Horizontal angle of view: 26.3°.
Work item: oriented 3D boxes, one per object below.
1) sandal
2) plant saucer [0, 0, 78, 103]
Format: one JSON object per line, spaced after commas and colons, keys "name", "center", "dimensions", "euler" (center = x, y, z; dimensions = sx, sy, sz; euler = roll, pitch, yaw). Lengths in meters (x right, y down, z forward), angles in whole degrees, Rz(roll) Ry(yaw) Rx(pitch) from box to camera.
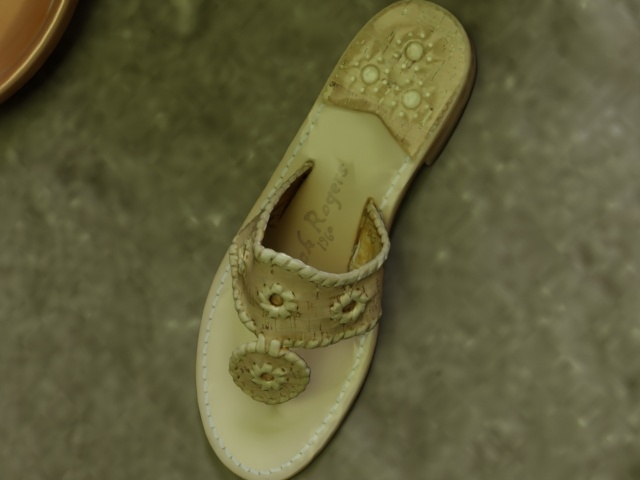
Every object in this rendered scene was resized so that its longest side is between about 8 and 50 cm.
{"name": "sandal", "center": [-0.006, -0.003, 0.616], "dimensions": [0.088, 0.079, 0.240], "euler": [26, 93, 17]}
{"name": "plant saucer", "center": [-0.206, -0.151, 0.712], "dimensions": [0.200, 0.037, 0.200], "euler": [-2, 84, 17]}
